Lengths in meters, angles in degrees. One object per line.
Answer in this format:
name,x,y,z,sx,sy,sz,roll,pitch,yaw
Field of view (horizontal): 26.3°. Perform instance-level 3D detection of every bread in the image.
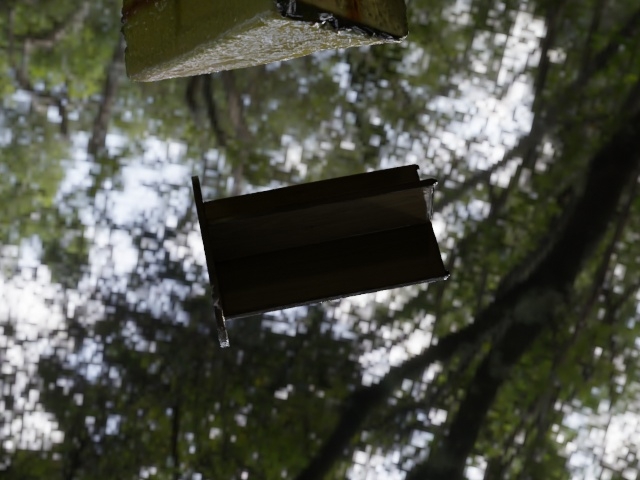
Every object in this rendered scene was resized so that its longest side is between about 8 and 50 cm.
bread,-0.060,-0.250,1.344,0.163,0.168,0.264,6,167,-41

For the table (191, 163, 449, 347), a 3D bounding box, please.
table,0.000,0.000,1.319,0.226,0.167,0.167,-11,-152,-5
